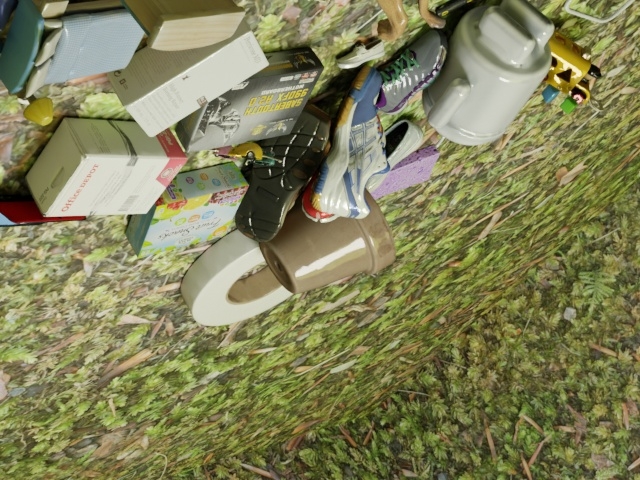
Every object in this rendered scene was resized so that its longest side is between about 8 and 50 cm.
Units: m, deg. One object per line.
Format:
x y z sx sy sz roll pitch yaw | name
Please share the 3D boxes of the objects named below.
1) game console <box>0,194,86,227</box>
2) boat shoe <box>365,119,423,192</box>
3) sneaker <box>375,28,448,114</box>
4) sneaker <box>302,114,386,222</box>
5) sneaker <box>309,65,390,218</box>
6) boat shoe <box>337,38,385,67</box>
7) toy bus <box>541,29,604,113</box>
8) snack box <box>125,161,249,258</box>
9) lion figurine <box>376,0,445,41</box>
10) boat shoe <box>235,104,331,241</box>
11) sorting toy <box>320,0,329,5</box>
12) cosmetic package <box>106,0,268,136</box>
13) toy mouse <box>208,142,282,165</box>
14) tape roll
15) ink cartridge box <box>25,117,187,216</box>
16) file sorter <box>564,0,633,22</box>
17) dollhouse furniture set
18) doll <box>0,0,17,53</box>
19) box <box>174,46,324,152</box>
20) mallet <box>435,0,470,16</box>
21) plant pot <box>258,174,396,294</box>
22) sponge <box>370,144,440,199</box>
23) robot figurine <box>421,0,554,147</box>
-0.497 -0.032 1.662 0.144 0.085 0.124 -4 149 -48 | game console
0.127 -0.189 2.185 0.227 0.079 0.081 -42 147 12 | boat shoe
0.161 -0.326 1.922 0.098 0.083 0.223 -6 148 -38 | sneaker
0.038 -0.165 1.995 0.279 0.107 0.118 -61 157 -24 | sneaker
0.081 -0.187 1.901 0.112 0.131 0.296 -114 -139 -83 | sneaker
0.075 -0.352 1.824 0.100 0.035 0.035 -21 129 -16 | boat shoe
0.554 -0.385 2.159 0.202 0.191 0.104 -10 149 -42 | toy bus
-0.266 -0.060 1.935 0.207 0.070 0.174 -15 152 -34 | snack box
0.032 -0.425 1.257 0.142 0.392 0.240 -62 -173 -17 | lion figurine
-0.074 -0.145 1.977 0.324 0.123 0.120 -56 180 34 | boat shoe
-0.011 -0.421 1.553 0.083 0.045 0.075 -3 137 -49 | sorting toy
-0.207 -0.273 1.547 0.231 0.085 0.117 -31 158 1 | cosmetic package
-0.144 -0.167 1.862 0.161 0.031 0.143 8 178 3 | toy mouse
-0.150 0.069 2.356 0.392 0.072 0.392 -26 157 -12 | tape roll
-0.362 -0.121 1.653 0.218 0.092 0.158 -6 146 -51 | ink cartridge box
0.427 -0.523 1.602 0.193 0.277 0.173 -3 148 -50 | file sorter
-0.237 -0.265 1.322 0.286 0.198 0.303 -21 158 -46 | dollhouse furniture set
-0.448 -0.276 1.275 0.189 0.046 0.129 -44 154 28 | doll
-0.127 -0.250 1.736 0.231 0.056 0.183 -15 152 -36 | box
0.306 -0.478 1.854 0.190 0.039 0.062 -25 158 -7 | mallet
0.000 0.000 2.119 0.229 0.263 0.263 -33 159 -16 | plant pot
0.185 -0.158 2.370 0.210 0.031 0.117 -22 156 -23 | sponge
0.329 -0.329 1.967 0.300 0.200 0.353 -35 164 -35 | robot figurine
